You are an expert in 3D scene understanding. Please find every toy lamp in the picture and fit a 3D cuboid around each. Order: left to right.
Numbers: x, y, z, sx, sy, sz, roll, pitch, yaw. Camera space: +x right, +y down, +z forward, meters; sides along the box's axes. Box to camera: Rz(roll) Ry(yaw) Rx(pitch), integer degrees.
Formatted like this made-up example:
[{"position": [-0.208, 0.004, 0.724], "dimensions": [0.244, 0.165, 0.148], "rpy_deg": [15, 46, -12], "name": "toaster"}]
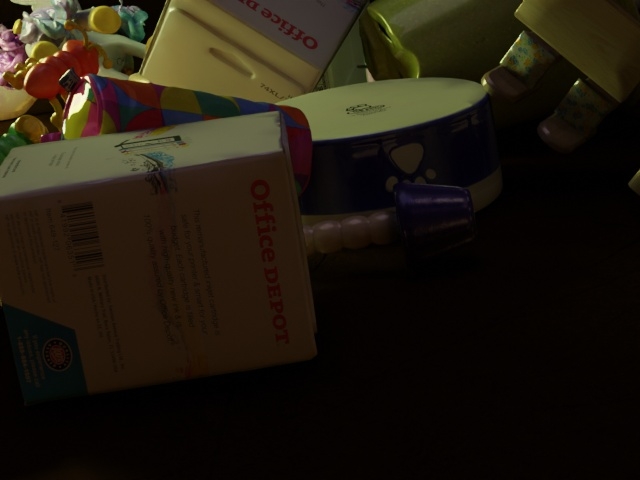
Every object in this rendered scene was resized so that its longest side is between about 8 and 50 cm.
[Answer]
[{"position": [0.000, 0.000, 1.369], "dimensions": [0.274, 0.080, 0.080], "rpy_deg": [-11, 16, 4], "name": "toy lamp"}]

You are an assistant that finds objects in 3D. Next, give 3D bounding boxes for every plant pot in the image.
[{"position": [0.193, -0.230, 1.780], "dimensions": [0.253, 0.276, 0.276], "rpy_deg": [-25, 19, -10], "name": "plant pot"}]

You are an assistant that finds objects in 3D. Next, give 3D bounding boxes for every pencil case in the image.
[{"position": [-0.123, -0.089, 1.390], "dimensions": [0.236, 0.104, 0.104], "rpy_deg": [7, 6, -31], "name": "pencil case"}]

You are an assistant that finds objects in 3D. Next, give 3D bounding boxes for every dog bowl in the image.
[{"position": [0.049, -0.086, 1.579], "dimensions": [0.264, 0.104, 0.265], "rpy_deg": [-8, 16, 2], "name": "dog bowl"}]

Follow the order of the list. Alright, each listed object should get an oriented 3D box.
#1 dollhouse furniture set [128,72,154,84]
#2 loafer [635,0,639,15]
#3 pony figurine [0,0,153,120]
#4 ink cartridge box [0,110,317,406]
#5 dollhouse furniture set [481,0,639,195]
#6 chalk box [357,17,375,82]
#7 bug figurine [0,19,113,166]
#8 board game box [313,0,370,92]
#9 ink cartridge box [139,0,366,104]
[{"position": [-0.217, -0.228, 2.009], "dimensions": [0.355, 0.174, 0.303], "rpy_deg": [-22, 29, -39], "name": "dollhouse furniture set"}, {"position": [0.403, -0.295, 2.171], "dimensions": [0.302, 0.095, 0.109], "rpy_deg": [-5, -14, -1], "name": "loafer"}, {"position": [-0.398, -0.296, 2.332], "dimensions": [0.351, 0.303, 0.363], "rpy_deg": [19, 0, -25], "name": "pony figurine"}, {"position": [-0.128, 0.007, 1.235], "dimensions": [0.232, 0.171, 0.168], "rpy_deg": [-8, 17, 0], "name": "ink cartridge box"}, {"position": [0.287, -0.163, 1.469], "dimensions": [0.242, 0.212, 0.161], "rpy_deg": [42, 33, 11], "name": "dollhouse furniture set"}, {"position": [0.141, -0.234, 1.990], "dimensions": [0.132, 0.132, 0.213], "rpy_deg": [9, 25, 44], "name": "chalk box"}, {"position": [-0.205, -0.072, 1.444], "dimensions": [0.216, 0.279, 0.072], "rpy_deg": [-45, -6, -38], "name": "bug figurine"}, {"position": [-0.057, -0.321, 2.222], "dimensions": [0.097, 0.224, 0.303], "rpy_deg": [-21, 21, -35], "name": "board game box"}, {"position": [-0.057, -0.290, 1.875], "dimensions": [0.270, 0.198, 0.197], "rpy_deg": [-60, 3, -34], "name": "ink cartridge box"}]
